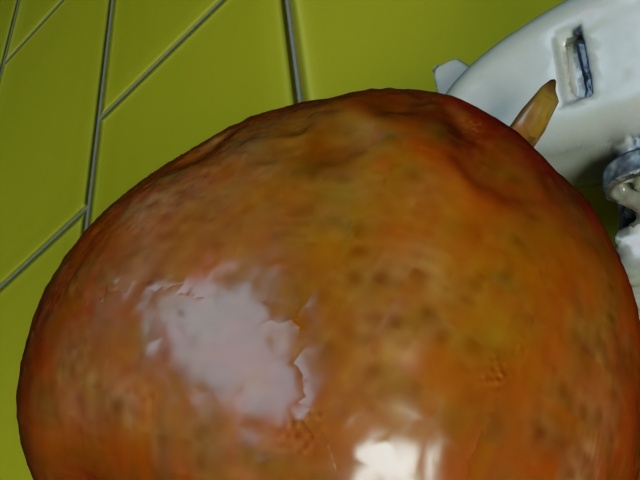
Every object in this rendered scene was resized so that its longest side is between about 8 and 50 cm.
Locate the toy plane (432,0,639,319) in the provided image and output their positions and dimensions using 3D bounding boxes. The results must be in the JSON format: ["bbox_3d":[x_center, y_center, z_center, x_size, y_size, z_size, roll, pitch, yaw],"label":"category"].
[{"bbox_3d":[0.157,-0.077,0.544,0.245,0.117,0.244,-16,66,40],"label":"toy plane"}]

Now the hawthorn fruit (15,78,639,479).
[{"bbox_3d":[0.027,0.046,0.465,0.298,0.277,0.277,-57,33,-7],"label":"hawthorn fruit"}]
